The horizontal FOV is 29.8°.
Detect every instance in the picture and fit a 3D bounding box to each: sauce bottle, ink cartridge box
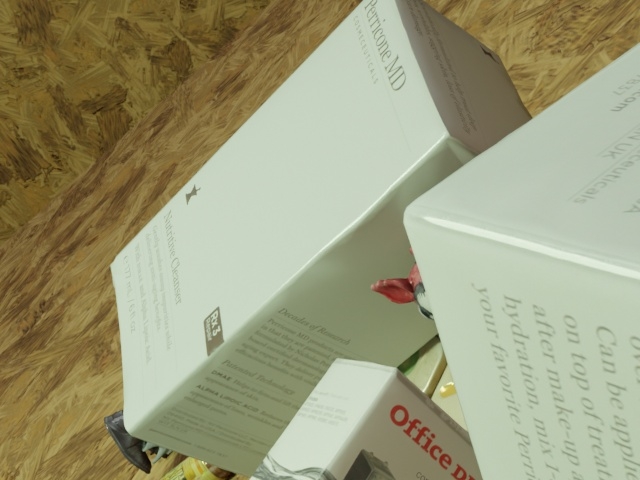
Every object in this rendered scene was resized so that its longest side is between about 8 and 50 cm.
[{"bbox_3d":[-0.144,0.253,1.221,0.128,0.042,0.042,-40,21,17],"label":"sauce bottle"},{"bbox_3d":[0.023,0.211,0.807,0.218,0.158,0.092,-54,20,-19],"label":"ink cartridge box"}]

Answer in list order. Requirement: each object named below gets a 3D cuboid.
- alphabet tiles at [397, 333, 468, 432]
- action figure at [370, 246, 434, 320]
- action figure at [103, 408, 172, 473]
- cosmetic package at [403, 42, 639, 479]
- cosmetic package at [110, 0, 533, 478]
[{"bbox_3d":[0.061,0.095,1.017,0.278,0.021,0.284,23,86,58],"label":"alphabet tiles"},{"bbox_3d":[0.171,0.015,0.720,0.370,0.275,0.248,-5,62,37],"label":"action figure"},{"bbox_3d":[-0.097,0.128,1.297,0.285,0.099,0.185,-40,14,6],"label":"action figure"},{"bbox_3d":[0.248,0.089,0.292,0.161,0.230,0.453,-34,32,-27],"label":"cosmetic package"},{"bbox_3d":[0.000,0.000,1.004,0.385,0.156,0.217,-46,38,26],"label":"cosmetic package"}]
